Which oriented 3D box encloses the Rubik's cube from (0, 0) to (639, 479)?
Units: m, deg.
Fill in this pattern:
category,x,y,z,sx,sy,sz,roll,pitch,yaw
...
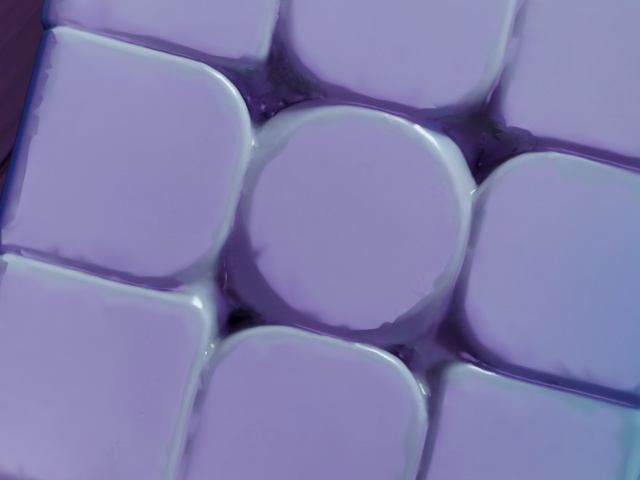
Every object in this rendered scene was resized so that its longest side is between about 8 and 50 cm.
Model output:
category,x,y,z,sx,sy,sz,roll,pitch,yaw
Rubik's cube,0.000,0.000,0.804,0.291,0.292,0.290,14,85,-4
